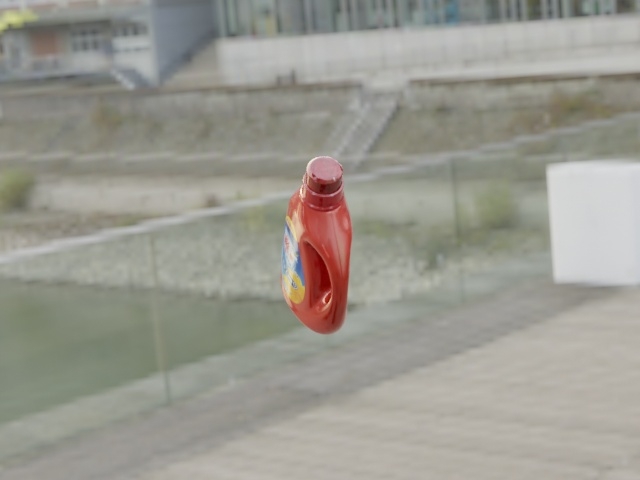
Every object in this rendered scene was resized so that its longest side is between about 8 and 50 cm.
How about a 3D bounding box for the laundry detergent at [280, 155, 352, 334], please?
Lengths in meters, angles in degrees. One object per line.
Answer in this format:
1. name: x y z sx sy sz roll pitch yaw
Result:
1. laundry detergent: 0.000 0.000 1.325 0.049 0.165 0.097 -17 55 -17
